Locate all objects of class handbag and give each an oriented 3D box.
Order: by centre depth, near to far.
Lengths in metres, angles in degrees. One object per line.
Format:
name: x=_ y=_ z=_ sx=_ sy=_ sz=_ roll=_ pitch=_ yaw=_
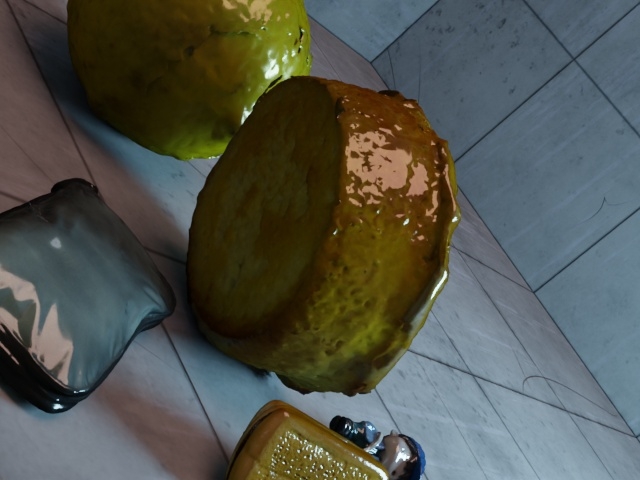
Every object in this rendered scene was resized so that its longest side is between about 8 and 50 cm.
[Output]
handbag: x=-0.250 y=0.040 z=1.159 sx=0.191 sy=0.075 sz=0.332 roll=50 pitch=20 yaw=-4

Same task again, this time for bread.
bread: x=-0.019 y=0.251 z=1.236 sx=0.200 sy=0.116 sz=0.077 roll=36 pitch=-4 yaw=-37
bread: x=0.000 y=0.000 z=1.402 sx=0.215 sy=0.398 sz=0.398 roll=20 pitch=30 yaw=-33

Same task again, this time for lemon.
lemon: x=-0.189 y=-0.301 z=1.641 sx=0.350 sy=0.350 sz=0.387 roll=25 pitch=35 yaw=-54

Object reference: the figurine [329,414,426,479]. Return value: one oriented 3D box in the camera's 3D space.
figurine: x=0.070 y=0.276 z=1.483 sx=0.149 sy=0.086 sz=0.087 roll=28 pitch=-17 yaw=-25
